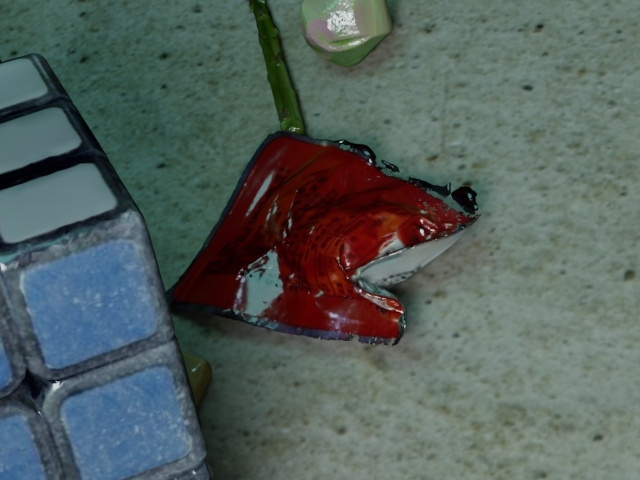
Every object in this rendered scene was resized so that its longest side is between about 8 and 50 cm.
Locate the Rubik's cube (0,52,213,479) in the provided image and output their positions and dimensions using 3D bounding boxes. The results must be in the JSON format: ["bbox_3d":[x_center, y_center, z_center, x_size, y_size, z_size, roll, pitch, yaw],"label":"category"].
[{"bbox_3d":[-0.261,0.090,1.365,0.301,0.305,0.304,-19,32,-12],"label":"Rubik's cube"}]

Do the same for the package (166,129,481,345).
[{"bbox_3d":[0.000,0.000,1.610,0.269,0.071,0.194,20,60,40],"label":"package"}]

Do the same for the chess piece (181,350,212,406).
[{"bbox_3d":[-0.186,0.113,1.615,0.200,0.090,0.090,17,62,23],"label":"chess piece"}]

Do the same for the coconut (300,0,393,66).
[{"bbox_3d":[0.022,-0.196,1.754,0.082,0.081,0.083,5,21,42],"label":"coconut"}]

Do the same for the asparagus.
[{"bbox_3d":[-0.047,-0.177,1.810,0.024,0.025,0.248,-59,33,36],"label":"asparagus"}]

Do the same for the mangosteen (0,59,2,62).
[{"bbox_3d":[-0.405,-0.131,1.786,0.235,0.261,0.235,-12,45,12],"label":"mangosteen"}]
